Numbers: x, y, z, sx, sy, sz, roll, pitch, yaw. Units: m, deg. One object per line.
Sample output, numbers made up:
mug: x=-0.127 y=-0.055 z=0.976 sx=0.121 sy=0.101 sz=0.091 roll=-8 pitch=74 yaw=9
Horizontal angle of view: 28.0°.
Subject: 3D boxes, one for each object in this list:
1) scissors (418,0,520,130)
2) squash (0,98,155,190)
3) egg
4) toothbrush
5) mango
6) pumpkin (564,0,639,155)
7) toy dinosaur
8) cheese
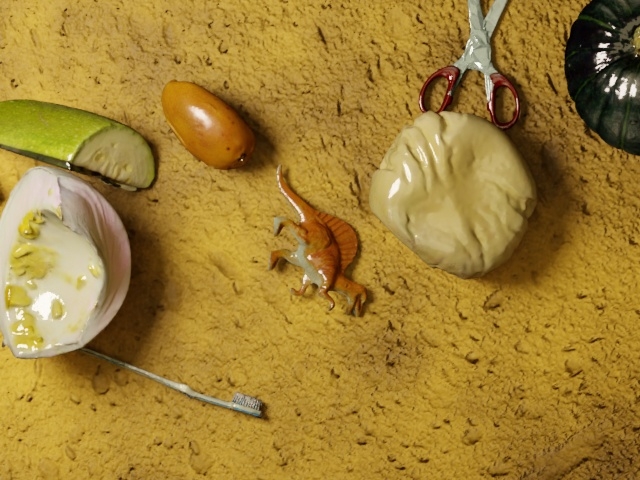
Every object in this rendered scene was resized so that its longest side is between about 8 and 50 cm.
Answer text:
scissors: x=0.227 y=-0.286 z=1.821 sx=0.144 sy=0.017 sz=0.248 roll=10 pitch=90 yaw=3
squash: x=-0.379 y=-0.151 z=1.857 sx=0.252 sy=0.169 sz=0.093 roll=17 pitch=89 yaw=36
egg: x=-0.344 y=0.022 z=1.779 sx=0.162 sy=0.206 sz=0.271 roll=5 pitch=113 yaw=-34
toothbrush: x=-0.222 y=0.203 z=1.855 sx=0.294 sy=0.026 sz=0.028 roll=16 pitch=74 yaw=2
mango: x=-0.165 y=-0.163 z=1.803 sx=0.159 sy=0.105 sz=0.084 roll=33 pitch=75 yaw=6
pumpkin: x=0.447 y=-0.239 z=1.716 sx=0.250 sy=0.216 sz=0.250 roll=-7 pitch=71 yaw=21
toy dinosaur: x=0.000 y=0.002 z=1.823 sx=0.142 sy=0.057 sz=0.212 roll=3 pitch=93 yaw=-8
cheese: x=0.189 y=-0.066 z=1.786 sx=0.226 sy=0.117 sz=0.214 roll=35 pitch=89 yaw=-3
